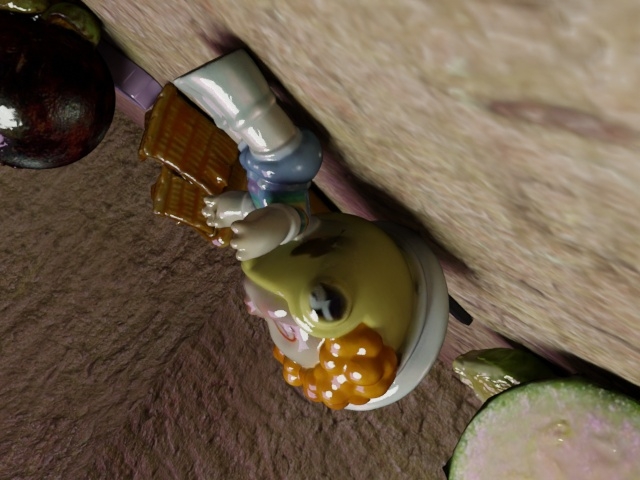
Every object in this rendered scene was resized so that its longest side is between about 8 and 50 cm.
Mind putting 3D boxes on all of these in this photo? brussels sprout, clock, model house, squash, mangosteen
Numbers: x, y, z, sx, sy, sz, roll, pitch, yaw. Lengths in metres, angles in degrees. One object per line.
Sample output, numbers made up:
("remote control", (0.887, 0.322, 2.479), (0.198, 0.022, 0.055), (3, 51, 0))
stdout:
("brussels sprout", (0.282, 0.206, 0.749), (0.181, 0.100, 0.139), (37, 165, 27))
("clock", (-0.357, -0.298, 0.984), (0.153, 0.050, 0.110), (37, 175, 11))
("model house", (-0.239, -0.128, 0.927), (0.220, 0.199, 0.229), (22, 172, 25))
("squash", (0.353, 0.327, 0.595), (0.309, 0.310, 0.310), (20, -174, -33))
("mangosteen", (-0.457, -0.251, 0.832), (0.288, 0.288, 0.288), (38, 175, 4))

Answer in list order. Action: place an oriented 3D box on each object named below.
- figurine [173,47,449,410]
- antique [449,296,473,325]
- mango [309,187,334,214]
("figurine", (0.002, -0.004, 0.523), (0.224, 0.205, 0.381), (38, 157, 49))
("antique", (0.166, 0.070, 0.787), (0.192, 0.015, 0.031), (42, 175, -31))
("mango", (-0.030, -0.022, 0.824), (0.138, 0.113, 0.253), (40, 169, 25))
